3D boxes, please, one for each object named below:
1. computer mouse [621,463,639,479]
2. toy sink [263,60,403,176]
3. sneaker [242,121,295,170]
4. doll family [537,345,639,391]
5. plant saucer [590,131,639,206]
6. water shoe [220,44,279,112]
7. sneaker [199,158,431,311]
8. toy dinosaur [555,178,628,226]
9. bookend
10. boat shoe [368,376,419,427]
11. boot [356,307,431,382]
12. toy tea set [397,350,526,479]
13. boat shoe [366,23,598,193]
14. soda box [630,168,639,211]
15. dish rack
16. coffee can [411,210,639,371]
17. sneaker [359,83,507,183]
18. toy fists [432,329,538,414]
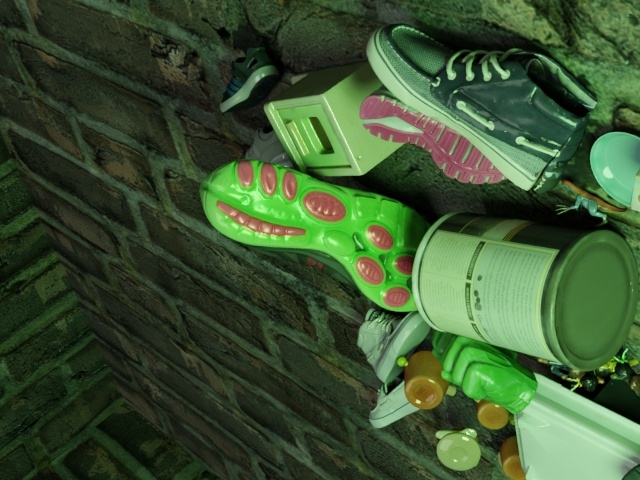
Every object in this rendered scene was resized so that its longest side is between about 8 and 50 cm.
[{"bbox_3d":[0.579,0.357,1.397,0.262,0.060,0.184,13,129,-4],"label":"computer mouse"},{"bbox_3d":[0.006,-0.200,1.662,0.234,0.131,0.153,6,128,54],"label":"toy sink"},{"bbox_3d":[-0.089,-0.175,1.905,0.281,0.105,0.115,-11,85,61],"label":"sneaker"},{"bbox_3d":[0.416,0.193,1.491,0.111,0.193,0.076,-135,42,-67],"label":"doll family"},{"bbox_3d":[0.416,-0.097,1.296,0.119,0.021,0.119,36,149,27],"label":"plant saucer"},{"bbox_3d":[-0.137,-0.304,1.838,0.203,0.073,0.080,-26,80,57],"label":"water shoe"},{"bbox_3d":[0.012,-0.023,1.701,0.482,0.185,0.202,26,179,-22],"label":"sneaker"},{"bbox_3d":[0.383,-0.059,1.395,0.090,0.047,0.082,-29,86,25],"label":"toy dinosaur"},{"bbox_3d":[0.485,0.318,1.633,0.157,0.072,0.156,49,153,4],"label":"bookend"},{"bbox_3d":[0.170,0.334,2.113,0.084,0.095,0.258,54,142,4],"label":"boat shoe"},{"bbox_3d":[0.136,0.185,1.972,0.123,0.095,0.258,49,148,19],"label":"boot"},{"bbox_3d":[0.296,0.327,1.904,0.200,0.124,0.336,-22,107,22],"label":"toy tea set"},{"bbox_3d":[0.225,-0.226,1.343,0.340,0.127,0.158,38,144,8],"label":"boat shoe"},{"bbox_3d":[0.480,-0.049,1.192,0.183,0.063,0.058,22,141,28],"label":"soda box"},{"bbox_3d":[0.453,0.382,1.608,0.332,0.072,0.286,24,143,38],"label":"dish rack"},{"bbox_3d":[0.303,0.068,1.467,0.275,0.201,0.202,12,133,50],"label":"coffee can"},{"bbox_3d":[0.190,-0.179,1.457,0.252,0.111,0.103,29,144,-5],"label":"sneaker"},{"bbox_3d":[0.263,0.202,1.652,0.142,0.096,0.279,32,-169,-8],"label":"toy fists"}]
